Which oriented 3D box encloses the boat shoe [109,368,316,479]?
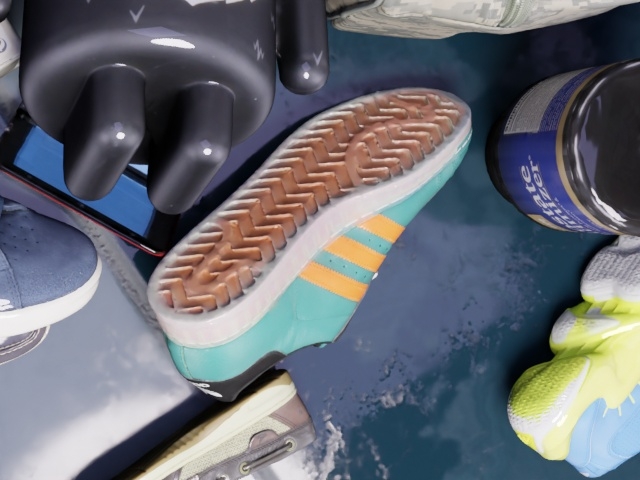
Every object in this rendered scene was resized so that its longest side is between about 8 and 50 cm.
[{"bbox_3d":[-0.099,0.183,1.124,0.223,0.080,0.073,-36,94,-14],"label":"boat shoe"}]

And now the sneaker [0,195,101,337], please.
[{"bbox_3d":[-0.313,-0.041,1.020,0.350,0.131,0.148,12,122,-13],"label":"sneaker"}]

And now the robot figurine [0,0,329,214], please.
[{"bbox_3d":[-0.113,-0.163,1.015,0.173,0.209,0.278,-14,61,25],"label":"robot figurine"}]

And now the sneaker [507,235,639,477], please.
[{"bbox_3d":[0.253,0.087,1.209,0.240,0.091,0.126,-49,119,-8],"label":"sneaker"}]

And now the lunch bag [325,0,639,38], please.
[{"bbox_3d":[0.142,-0.243,1.056,0.256,0.305,0.213,6,94,-10],"label":"lunch bag"}]

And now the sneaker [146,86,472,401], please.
[{"bbox_3d":[0.000,0.000,1.137,0.302,0.108,0.121,-38,142,-23],"label":"sneaker"}]

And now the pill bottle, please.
[{"bbox_3d":[0.200,-0.066,1.111,0.122,0.219,0.123,0,91,-12],"label":"pill bottle"}]

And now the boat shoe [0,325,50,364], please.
[{"bbox_3d":[-0.297,0.063,1.082,0.206,0.065,0.075,1,91,-13],"label":"boat shoe"}]

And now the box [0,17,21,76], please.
[{"bbox_3d":[-0.318,-0.219,1.046,0.094,0.113,0.275,-33,100,-10],"label":"box"}]

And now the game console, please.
[{"bbox_3d":[-0.150,-0.075,1.101,0.144,0.085,0.124,30,85,-12],"label":"game console"}]
